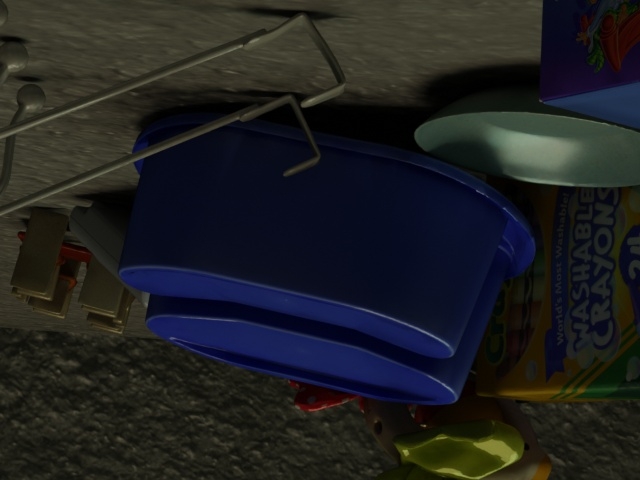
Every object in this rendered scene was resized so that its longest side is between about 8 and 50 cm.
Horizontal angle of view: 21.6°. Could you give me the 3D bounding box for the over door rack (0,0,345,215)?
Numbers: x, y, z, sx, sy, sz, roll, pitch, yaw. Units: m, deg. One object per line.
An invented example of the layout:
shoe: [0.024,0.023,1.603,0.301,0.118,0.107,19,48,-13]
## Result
over door rack: [-0.157,-0.091,1.134,0.324,0.108,0.239,-11,172,-5]

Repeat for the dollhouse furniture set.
dollhouse furniture set: [-0.222,0.031,1.938,0.259,0.135,0.262,15,171,-2]

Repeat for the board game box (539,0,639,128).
board game box: [0.326,-0.098,0.928,0.347,0.078,0.233,10,169,-38]

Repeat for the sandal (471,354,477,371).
sandal: [0.083,0.021,1.644,0.317,0.138,0.126,22,167,41]

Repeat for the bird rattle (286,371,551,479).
bird rattle: [0.094,0.168,1.512,0.207,0.143,0.253,6,-156,-35]

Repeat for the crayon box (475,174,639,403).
crayon box: [0.222,0.029,1.380,0.083,0.203,0.323,8,170,-25]

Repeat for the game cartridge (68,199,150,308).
game cartridge: [-0.099,0.036,1.760,0.294,0.060,0.196,11,-165,-40]

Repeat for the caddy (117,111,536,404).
caddy: [0.000,0.000,1.358,0.341,0.179,0.241,12,157,11]

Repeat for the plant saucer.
plant saucer: [0.166,-0.080,1.210,0.195,0.037,0.195,8,168,2]
